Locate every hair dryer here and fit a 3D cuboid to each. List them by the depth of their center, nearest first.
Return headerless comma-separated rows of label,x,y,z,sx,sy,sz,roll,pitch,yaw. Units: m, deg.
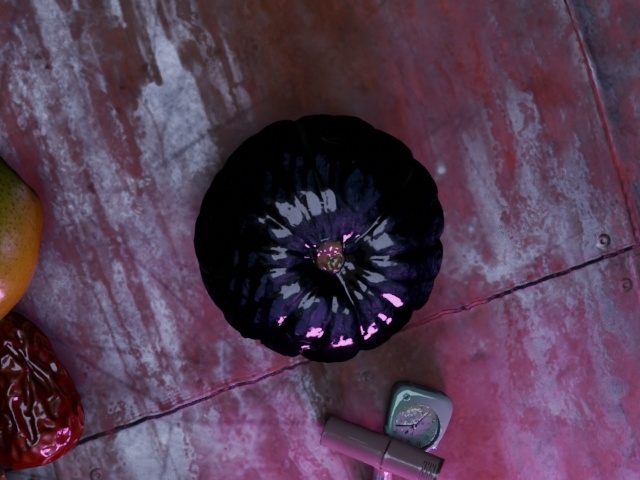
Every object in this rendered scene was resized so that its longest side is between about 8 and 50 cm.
hair dryer,0.078,0.402,1.668,0.195,0.053,0.220,21,120,11

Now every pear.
pear,-0.518,-0.002,1.420,0.294,0.294,0.294,-1,98,-8

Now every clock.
clock,0.148,0.299,1.668,0.101,0.041,0.135,18,96,-10

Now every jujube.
jujube,-0.444,0.220,1.522,0.155,0.155,0.230,-27,95,-3

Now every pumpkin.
pumpkin,0.000,0.000,1.492,0.363,0.266,0.363,-2,101,-11

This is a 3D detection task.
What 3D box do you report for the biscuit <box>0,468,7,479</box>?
biscuit,-0.542,0.321,1.500,0.183,0.047,0.319,0,123,20
